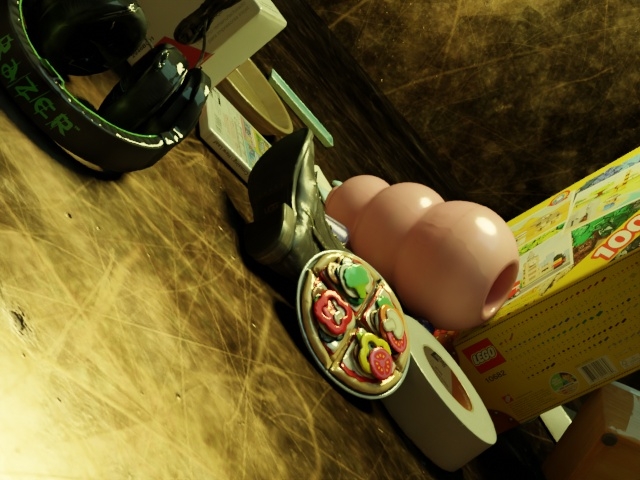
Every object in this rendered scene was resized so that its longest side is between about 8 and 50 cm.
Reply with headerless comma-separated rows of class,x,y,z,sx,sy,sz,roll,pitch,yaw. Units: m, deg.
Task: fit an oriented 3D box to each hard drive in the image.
hard drive,0.545,0.445,2.397,0.172,0.054,0.255,31,25,-57

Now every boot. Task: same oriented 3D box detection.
boot,0.000,0.000,1.602,0.229,0.091,0.263,43,42,-34

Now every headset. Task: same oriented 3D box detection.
headset,-0.209,-0.223,1.336,0.243,0.185,0.394,52,24,-2

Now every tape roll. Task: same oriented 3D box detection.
tape roll,0.151,0.211,1.642,0.219,0.072,0.219,48,14,-16

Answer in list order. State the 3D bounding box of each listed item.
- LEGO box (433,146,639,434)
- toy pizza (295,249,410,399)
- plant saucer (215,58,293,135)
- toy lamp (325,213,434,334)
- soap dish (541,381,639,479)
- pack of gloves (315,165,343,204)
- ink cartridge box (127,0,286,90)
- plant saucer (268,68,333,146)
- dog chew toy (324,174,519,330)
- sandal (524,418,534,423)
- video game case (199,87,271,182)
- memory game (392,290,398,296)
LEGO box,0.455,0.058,1.954,0.193,0.500,0.372,49,32,-14
toy pizza,0.050,0.102,1.493,0.201,0.032,0.201,26,50,-35
plant saucer,-0.149,-0.282,2.023,0.278,0.041,0.278,47,13,-15
toy lamp,0.057,0.059,1.730,0.275,0.080,0.080,49,13,-23
soap dish,0.535,0.377,1.918,0.291,0.229,0.118,24,38,1
pack of gloves,0.062,-0.059,2.131,0.195,0.046,0.232,34,22,-51
ink cartridge box,-0.212,-0.353,1.646,0.273,0.197,0.114,54,13,12
plant saucer,-0.042,-0.267,2.402,0.192,0.018,0.067,47,14,-16
dog chew toy,0.147,0.002,1.874,0.332,0.207,0.206,31,3,26
sandal,0.359,0.246,2.184,0.303,0.120,0.086,-102,168,-65
video game case,-0.116,-0.141,1.791,0.193,0.023,0.212,45,14,-26
memory game,0.161,0.060,2.001,0.186,0.012,0.186,16,25,-7
